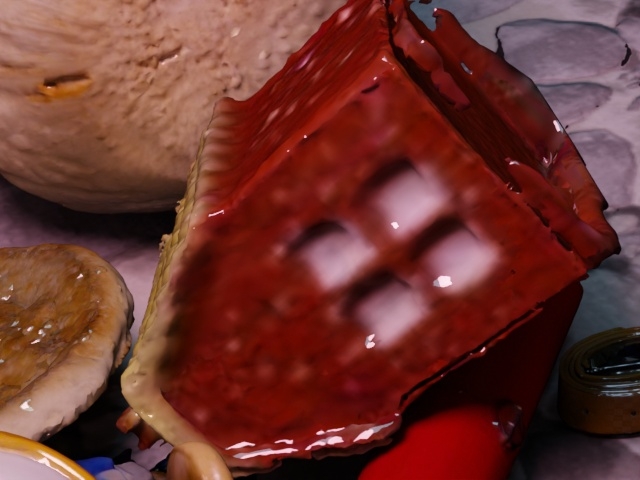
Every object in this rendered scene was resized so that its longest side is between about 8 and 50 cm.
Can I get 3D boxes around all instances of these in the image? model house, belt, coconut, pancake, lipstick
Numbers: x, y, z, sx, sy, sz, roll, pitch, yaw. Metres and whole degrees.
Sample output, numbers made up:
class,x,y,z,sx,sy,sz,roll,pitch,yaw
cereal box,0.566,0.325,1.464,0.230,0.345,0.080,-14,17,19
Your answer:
class,x,y,z,sx,sy,sz,roll,pitch,yaw
model house,0.000,0.000,0.976,0.254,0.160,0.196,-38,16,13
belt,0.166,0.072,1.017,0.083,0.036,0.059,-10,36,-7
coconut,-0.122,-0.229,1.172,0.344,0.415,0.415,0,32,-27
pancake,-0.225,0.084,1.007,0.282,0.049,0.282,-15,25,7
lipstick,0.065,0.102,0.965,0.073,0.073,0.280,9,39,19

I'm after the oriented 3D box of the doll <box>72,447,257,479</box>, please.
class,x,y,z,sx,sy,sz,roll,pitch,yaw
doll,-0.127,0.141,0.947,0.195,0.070,0.096,-19,22,-30

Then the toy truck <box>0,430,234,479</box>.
class,x,y,z,sx,sy,sz,roll,pitch,yaw
toy truck,-0.117,0.200,0.755,0.211,0.204,0.288,-16,44,-14
